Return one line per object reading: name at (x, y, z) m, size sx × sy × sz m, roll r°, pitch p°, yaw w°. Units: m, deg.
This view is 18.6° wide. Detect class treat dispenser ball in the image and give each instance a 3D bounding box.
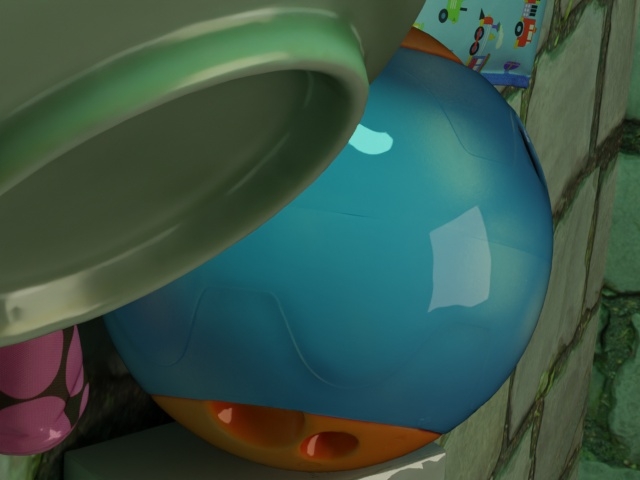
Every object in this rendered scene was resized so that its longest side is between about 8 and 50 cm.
treat dispenser ball at (0.000, 0.000, 1.211) m, size 0.288 × 0.288 × 0.288 m, roll 11°, pitch 90°, yaw -73°

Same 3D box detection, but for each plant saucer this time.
plant saucer at (-0.095, -0.050, 0.779) m, size 0.100 × 0.400 × 0.400 m, roll 61°, pitch 10°, yaw 15°

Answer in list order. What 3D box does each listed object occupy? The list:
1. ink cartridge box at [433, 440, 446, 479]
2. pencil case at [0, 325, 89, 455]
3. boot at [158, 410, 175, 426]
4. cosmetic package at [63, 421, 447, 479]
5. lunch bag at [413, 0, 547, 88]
ink cartridge box at (0.013, 0.090, 1.504) m, size 0.065 × 0.186 × 0.311 m, roll -32°, pitch 148°, yaw -13°
pencil case at (-0.165, 0.007, 1.039) m, size 0.098 × 0.095 × 0.209 m, roll -81°, pitch 175°, yaw -60°
boot at (-0.091, 0.233, 1.452) m, size 0.115 × 0.112 × 0.305 m, roll -1°, pitch 109°, yaw -41°
cosmetic package at (-0.050, 0.239, 1.317) m, size 0.225 × 0.138 × 0.224 m, roll -13°, pitch 117°, yaw -38°
lunch bag at (0.087, -0.247, 1.639) m, size 0.293 × 0.138 × 0.221 m, roll -9°, pitch 112°, yaw -62°
